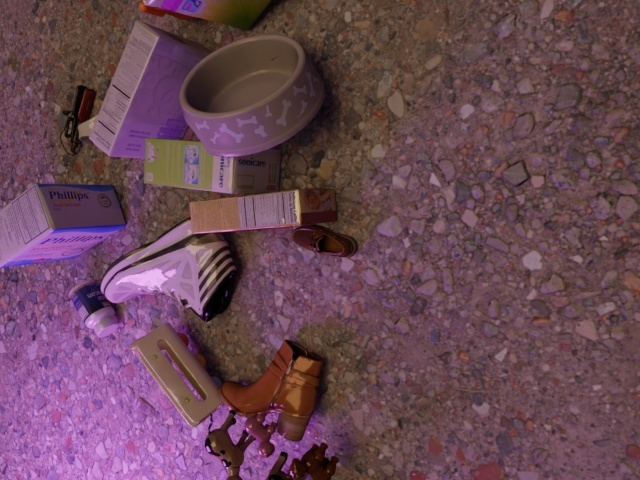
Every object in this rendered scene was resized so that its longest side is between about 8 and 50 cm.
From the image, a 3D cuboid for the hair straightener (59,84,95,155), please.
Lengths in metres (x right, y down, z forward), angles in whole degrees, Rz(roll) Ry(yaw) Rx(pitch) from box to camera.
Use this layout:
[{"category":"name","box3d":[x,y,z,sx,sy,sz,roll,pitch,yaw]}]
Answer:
[{"category":"hair straightener","box3d":[-0.780,-0.383,1.770,0.089,0.047,0.231,28,110,24]}]

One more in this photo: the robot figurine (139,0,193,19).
[{"category":"robot figurine","box3d":[-0.385,-0.651,1.432,0.158,0.219,0.128,9,98,28]}]

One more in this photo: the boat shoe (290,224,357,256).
[{"category":"boat shoe","box3d":[0.000,0.000,1.364,0.177,0.060,0.064,15,101,27]}]

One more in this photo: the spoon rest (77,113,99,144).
[{"category":"spoon rest","box3d":[-0.632,-0.339,1.666,0.276,0.084,0.138,-6,91,29]}]

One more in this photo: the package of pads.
[{"category":"package of pads","box3d":[-0.238,-0.622,1.287,0.229,0.296,0.101,-32,70,44]}]

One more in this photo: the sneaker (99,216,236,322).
[{"category":"sneaker","box3d":[-0.420,0.135,1.537,0.447,0.169,0.258,-30,78,24]}]

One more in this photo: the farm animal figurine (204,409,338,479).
[{"category":"farm animal figurine","box3d":[-0.124,0.591,1.354,0.330,0.172,0.327,7,125,29]}]

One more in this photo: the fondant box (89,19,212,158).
[{"category":"fondant box","box3d":[-0.435,-0.380,1.469,0.096,0.238,0.330,39,110,19]}]

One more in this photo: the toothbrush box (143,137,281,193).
[{"category":"toothbrush box","box3d":[-0.273,-0.189,1.414,0.283,0.206,0.122,7,97,27]}]

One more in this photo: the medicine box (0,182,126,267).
[{"category":"medicine box","box3d":[-0.795,-0.048,1.671,0.289,0.263,0.149,-25,83,28]}]

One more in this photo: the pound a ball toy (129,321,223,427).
[{"category":"pound a ball toy","box3d":[-0.404,0.366,1.581,0.319,0.135,0.208,50,153,10]}]

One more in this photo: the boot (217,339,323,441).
[{"category":"boot","box3d":[-0.129,0.360,1.438,0.283,0.109,0.220,20,97,34]}]

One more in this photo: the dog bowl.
[{"category":"dog bowl","box3d":[-0.167,-0.349,1.288,0.348,0.102,0.349,-11,49,13]}]

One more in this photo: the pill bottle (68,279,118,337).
[{"category":"pill bottle","box3d":[-0.706,0.215,1.739,0.094,0.094,0.169,-45,74,23]}]

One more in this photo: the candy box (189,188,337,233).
[{"category":"candy box","box3d":[-0.140,-0.071,1.364,0.316,0.183,0.088,-4,93,28]}]
